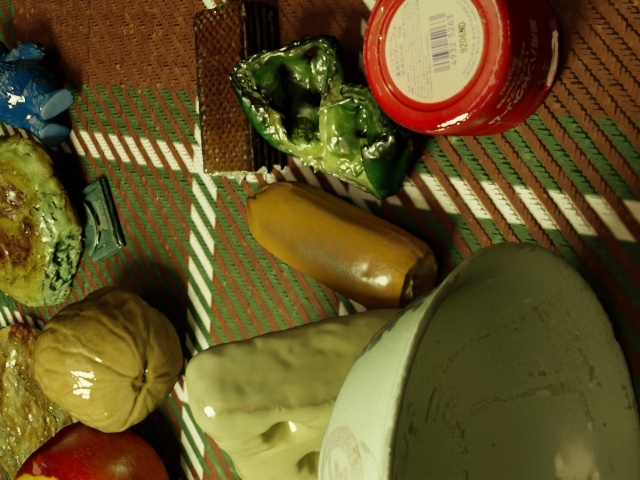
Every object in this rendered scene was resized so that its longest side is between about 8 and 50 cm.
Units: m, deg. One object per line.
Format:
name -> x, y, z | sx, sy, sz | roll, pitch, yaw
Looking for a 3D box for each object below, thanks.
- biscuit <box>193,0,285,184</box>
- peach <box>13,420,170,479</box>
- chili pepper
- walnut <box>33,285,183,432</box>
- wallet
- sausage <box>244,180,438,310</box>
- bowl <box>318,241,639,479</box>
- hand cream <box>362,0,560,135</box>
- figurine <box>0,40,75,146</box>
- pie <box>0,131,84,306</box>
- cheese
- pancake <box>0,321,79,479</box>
biscuit -> -0.114, -0.205, 1.133 | 0.106, 0.070, 0.252 | 1, 96, 40
peach -> -0.363, 0.404, 1.285 | 0.249, 0.245, 0.274 | -6, 130, 2
chili pepper -> 0.011, -0.161, 1.017 | 0.264, 0.116, 0.148 | 29, 150, 24
walnut -> -0.331, 0.182, 1.253 | 0.228, 0.228, 0.228 | 5, 98, 38
wallet -> -0.389, -0.034, 1.399 | 0.088, 0.026, 0.129 | -24, 79, 37
sausage -> 0.001, -0.006, 1.044 | 0.328, 0.112, 0.112 | 27, 111, 35
bowl -> 0.126, 0.224, 0.768 | 0.196, 0.435, 0.434 | -7, 91, 44
hand cream -> 0.152, -0.208, 0.885 | 0.193, 0.125, 0.193 | 7, 101, 40
figurine -> -0.543, -0.279, 1.436 | 0.262, 0.121, 0.164 | 33, 118, 34
pie -> -0.555, -0.029, 1.467 | 0.288, 0.103, 0.354 | 41, 128, 17
cheese -> 0.034, 0.214, 1.009 | 0.328, 0.351, 0.129 | -13, 54, 3
pancake -> -0.567, 0.332, 1.562 | 0.356, 0.065, 0.356 | 4, 97, 35
